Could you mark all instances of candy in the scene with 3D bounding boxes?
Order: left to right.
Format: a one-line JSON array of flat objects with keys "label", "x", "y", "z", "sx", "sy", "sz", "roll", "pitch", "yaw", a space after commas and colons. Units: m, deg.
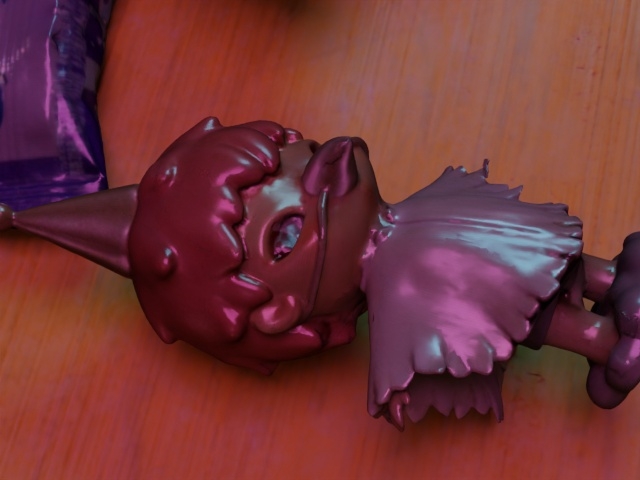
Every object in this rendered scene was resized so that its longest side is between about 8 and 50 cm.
[{"label": "candy", "x": -0.201, "y": -0.133, "z": 0.905, "sx": 0.145, "sy": 0.070, "sz": 0.275, "roll": -1, "pitch": 68, "yaw": 10}]

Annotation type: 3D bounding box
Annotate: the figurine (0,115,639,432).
[{"label": "figurine", "x": 0.000, "y": 0.000, "z": 0.776, "sx": 0.387, "sy": 0.166, "sz": 0.207, "roll": 15, "pitch": 49, "yaw": 7}]
